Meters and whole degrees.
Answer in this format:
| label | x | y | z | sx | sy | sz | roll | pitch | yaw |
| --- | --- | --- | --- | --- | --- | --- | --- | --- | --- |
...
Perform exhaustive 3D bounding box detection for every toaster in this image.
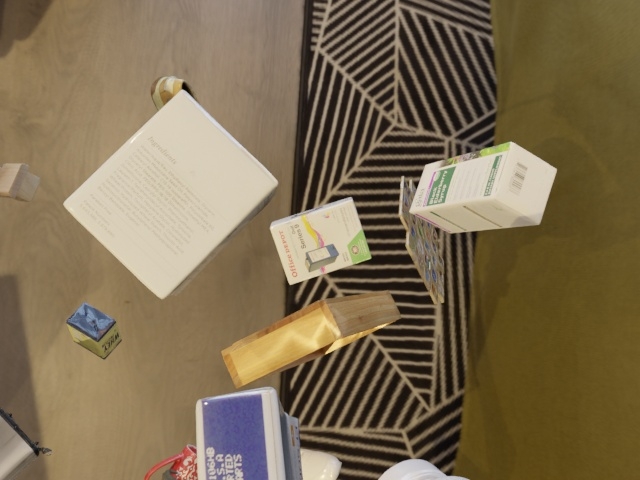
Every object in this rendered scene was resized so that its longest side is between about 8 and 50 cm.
| label | x | y | z | sx | sy | sz | roll | pitch | yaw |
| --- | --- | --- | --- | --- | --- | --- | --- | --- | --- |
| toaster | -0.559 | 0.324 | 1.070 | 0.168 | 0.186 | 0.110 | 54 | 49 | -16 |

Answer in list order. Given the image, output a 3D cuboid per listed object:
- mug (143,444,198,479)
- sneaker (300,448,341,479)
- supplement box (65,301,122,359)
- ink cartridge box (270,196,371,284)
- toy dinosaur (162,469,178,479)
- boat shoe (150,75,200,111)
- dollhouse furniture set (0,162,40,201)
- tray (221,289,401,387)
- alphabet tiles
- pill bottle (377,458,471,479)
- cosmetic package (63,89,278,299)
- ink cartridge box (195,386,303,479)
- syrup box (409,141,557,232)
| label | x | y | z | sx | sy | sz | roll | pitch | yaw |
| --- | --- | --- | --- | --- | --- | --- | --- | --- | --- |
| mug | -0.391 | 0.661 | 1.829 | 0.113 | 0.150 | 0.169 | 29 | 80 | 36 |
| sneaker | -0.062 | 0.406 | 1.182 | 0.094 | 0.235 | 0.090 | 54 | 45 | -16 |
| supplement box | -0.461 | 0.185 | 1.346 | 0.083 | 0.083 | 0.056 | 27 | 55 | 14 |
| ink cartridge box | 0.000 | 0.000 | 1.609 | 0.213 | 0.093 | 0.154 | -17 | 98 | 4 |
| toy dinosaur | -0.412 | 0.649 | 1.633 | 0.160 | 0.313 | 0.120 | -15 | 78 | 19 |
| boat shoe | -0.200 | -0.178 | 1.062 | 0.072 | 0.190 | 0.068 | 5 | 53 | 31 |
| dollhouse furniture set | -0.576 | 0.011 | 0.843 | 0.356 | 0.174 | 0.303 | 4 | 71 | 39 |
| tray | 0.004 | 0.171 | 1.236 | 0.203 | 0.411 | 0.076 | -29 | 80 | 17 |
| alphabet tiles | 0.284 | 0.000 | 1.826 | 0.011 | 0.285 | 0.342 | -15 | 127 | 22 |
| pill bottle | 0.163 | 0.360 | 0.726 | 0.152 | 0.272 | 0.152 | -6 | 104 | -23 |
| cosmetic package | -0.166 | -0.048 | 0.780 | 0.151 | 0.151 | 0.183 | 45 | 85 | -3 |
| ink cartridge box | -0.029 | 0.209 | 0.386 | 0.045 | 0.224 | 0.223 | -7 | 71 | -1 |
| syrup box | 0.249 | -0.077 | 1.051 | 0.096 | 0.237 | 0.093 | 25 | 78 | -21 |
